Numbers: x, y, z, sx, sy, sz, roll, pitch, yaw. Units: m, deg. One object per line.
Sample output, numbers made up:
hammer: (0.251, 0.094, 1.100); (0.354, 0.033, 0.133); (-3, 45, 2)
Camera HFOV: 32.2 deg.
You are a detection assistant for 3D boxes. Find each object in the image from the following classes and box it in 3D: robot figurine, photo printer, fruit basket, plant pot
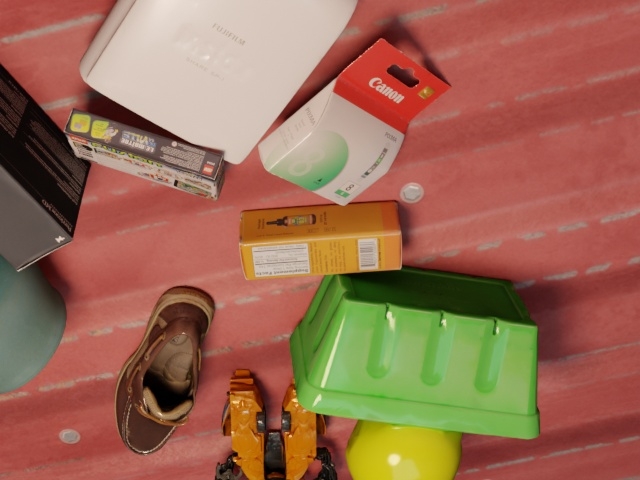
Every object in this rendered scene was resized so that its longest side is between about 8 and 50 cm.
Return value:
robot figurine: (-0.075, 0.347, 1.866); (0.211, 0.085, 0.291); (0, 126, -2)
photo printer: (-0.120, -0.270, 1.389); (0.256, 0.107, 0.307); (29, 121, -22)
fruit basket: (0.134, 0.243, 1.671); (0.392, 0.283, 0.392); (-2, 112, -5)
plant pot: (-0.504, 0.083, 1.556); (0.272, 0.271, 0.255); (-27, 137, 17)

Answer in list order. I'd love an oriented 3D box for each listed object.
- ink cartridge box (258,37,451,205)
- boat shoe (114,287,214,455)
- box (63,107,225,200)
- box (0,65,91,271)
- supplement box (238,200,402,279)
ink cartridge box: (0.054, -0.149, 1.478); (0.225, 0.056, 0.181); (-36, 147, 23)
boat shoe: (-0.252, 0.235, 1.750); (0.123, 0.123, 0.342); (17, 124, -15)
box: (-0.231, -0.112, 1.481); (0.207, 0.036, 0.114); (18, 167, 0)
box: (-0.428, -0.118, 1.441); (0.103, 0.184, 0.261); (-29, 122, 15)
supplement box: (0.000, 0.000, 1.616); (0.233, 0.078, 0.080); (-2, 130, 0)
